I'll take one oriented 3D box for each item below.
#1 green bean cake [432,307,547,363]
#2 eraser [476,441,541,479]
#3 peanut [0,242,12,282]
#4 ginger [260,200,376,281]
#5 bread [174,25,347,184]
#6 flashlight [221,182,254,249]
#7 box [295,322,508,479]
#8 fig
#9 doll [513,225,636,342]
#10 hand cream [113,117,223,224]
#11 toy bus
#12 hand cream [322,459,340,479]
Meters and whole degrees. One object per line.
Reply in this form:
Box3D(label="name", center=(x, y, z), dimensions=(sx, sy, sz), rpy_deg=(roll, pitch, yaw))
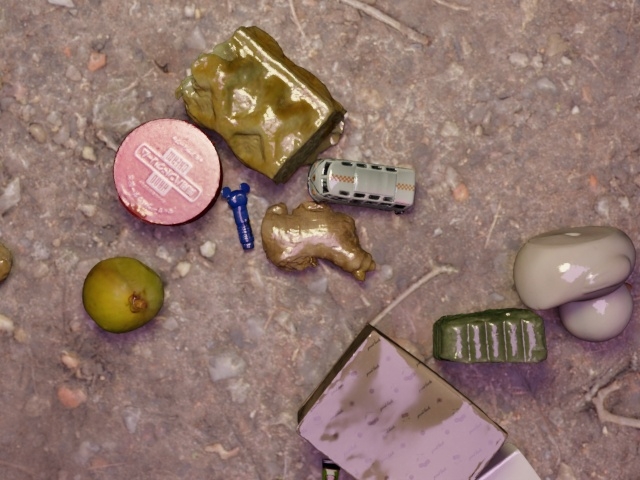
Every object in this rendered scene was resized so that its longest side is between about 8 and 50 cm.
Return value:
Box3D(label="green bean cake", center=(0.293, 0.172, 1.763), dimensions=(0.185, 0.183, 0.094), rpy_deg=(-6, 88, 0))
Box3D(label="eraser", center=(0.255, 0.491, 1.813), dimensions=(0.298, 0.076, 0.078), rpy_deg=(-36, 91, -2))
Box3D(label="peanut", center=(-0.650, 0.074, 1.782), dimensions=(0.214, 0.099, 0.099), rpy_deg=(-35, 91, 4))
Box3D(label="ginger", center=(-0.001, -0.005, 1.809), dimensions=(0.213, 0.074, 0.137), rpy_deg=(7, 87, 3))
Box3D(label="bread", center=(-0.100, -0.235, 1.742), dimensions=(0.196, 0.238, 0.252), rpy_deg=(-44, 86, 16))
Box3D(label="flashlight", center=(-0.145, -0.043, 1.825), dimensions=(0.057, 0.035, 0.121), rpy_deg=(-15, 95, -27))
Box3D(label="box", center=(0.134, 0.321, 1.756), dimensions=(0.297, 0.190, 0.225), rpy_deg=(38, 88, -3))
Box3D(label="fig", center=(-0.351, 0.097, 1.777), dimensions=(0.153, 0.121, 0.136), rpy_deg=(-5, 95, 21))
Box3D(label="doll", center=(0.461, 0.086, 1.773), dimensions=(0.251, 0.221, 0.221), rpy_deg=(-12, 90, -35))
Box3D(label="hand cream", center=(-0.268, -0.118, 1.775), dimensions=(0.193, 0.125, 0.193), rpy_deg=(0, 89, -1))
Box3D(label="toy bus", center=(0.078, -0.101, 1.788), dimensions=(0.193, 0.089, 0.087), rpy_deg=(7, 86, -17))
Box3D(label="hand cream", center=(0.015, 0.465, 1.832), dimensions=(0.036, 0.023, 0.122), rpy_deg=(5, 86, 2))
